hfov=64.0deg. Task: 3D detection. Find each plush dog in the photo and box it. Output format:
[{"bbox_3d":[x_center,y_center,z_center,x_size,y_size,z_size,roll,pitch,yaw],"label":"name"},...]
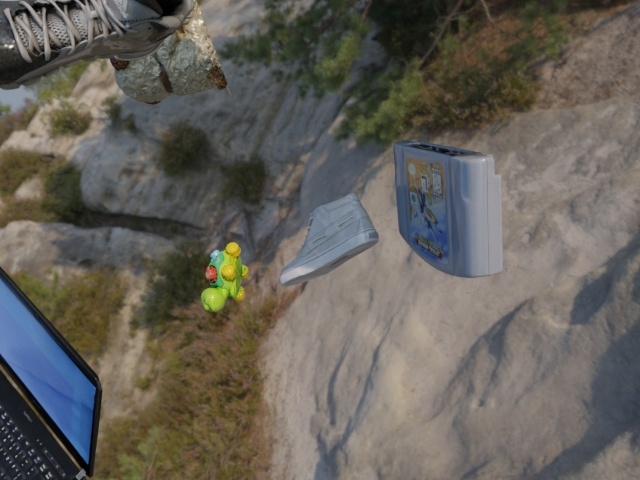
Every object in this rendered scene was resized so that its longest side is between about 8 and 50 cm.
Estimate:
[{"bbox_3d":[-0.338,-0.379,1.131,0.225,0.262,0.211,-21,69,-5],"label":"plush dog"}]

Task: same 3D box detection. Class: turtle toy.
[{"bbox_3d":[-0.175,0.070,0.926,0.066,0.095,0.130,-1,51,7],"label":"turtle toy"}]

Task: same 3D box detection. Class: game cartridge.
[{"bbox_3d":[0.195,-0.054,0.838,0.297,0.062,0.198,-133,39,-70],"label":"game cartridge"}]

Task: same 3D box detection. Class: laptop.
[{"bbox_3d":[-0.368,0.197,0.545,0.234,0.137,0.264,35,70,25],"label":"laptop"}]

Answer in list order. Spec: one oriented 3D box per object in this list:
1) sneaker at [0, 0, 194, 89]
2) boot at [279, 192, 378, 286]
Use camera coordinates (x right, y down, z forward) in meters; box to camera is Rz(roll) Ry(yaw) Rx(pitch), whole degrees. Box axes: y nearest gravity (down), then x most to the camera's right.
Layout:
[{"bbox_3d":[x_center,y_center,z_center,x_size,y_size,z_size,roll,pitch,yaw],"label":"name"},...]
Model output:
[{"bbox_3d":[-0.206,-0.195,0.436,0.132,0.086,0.228,-2,24,42],"label":"sneaker"},{"bbox_3d":[0.000,0.000,1.113,0.258,0.095,0.123,-30,72,25],"label":"boot"}]
